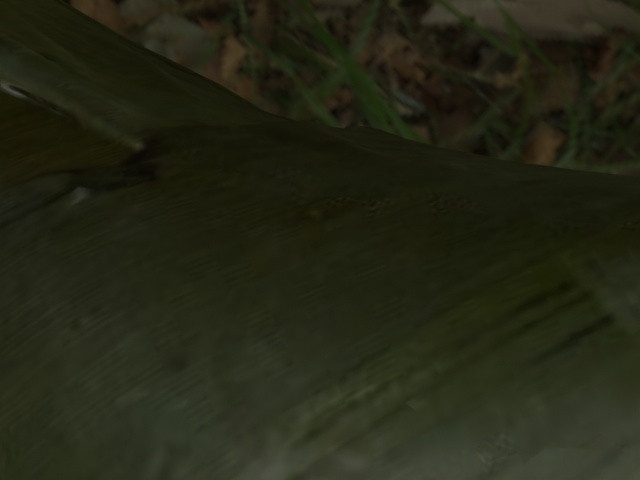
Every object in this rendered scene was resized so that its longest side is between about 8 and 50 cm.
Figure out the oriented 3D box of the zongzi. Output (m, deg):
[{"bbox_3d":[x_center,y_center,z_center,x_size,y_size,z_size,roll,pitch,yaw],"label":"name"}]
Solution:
[{"bbox_3d":[0.000,0.000,0.465,0.393,0.356,0.174,-44,156,23],"label":"zongzi"}]
